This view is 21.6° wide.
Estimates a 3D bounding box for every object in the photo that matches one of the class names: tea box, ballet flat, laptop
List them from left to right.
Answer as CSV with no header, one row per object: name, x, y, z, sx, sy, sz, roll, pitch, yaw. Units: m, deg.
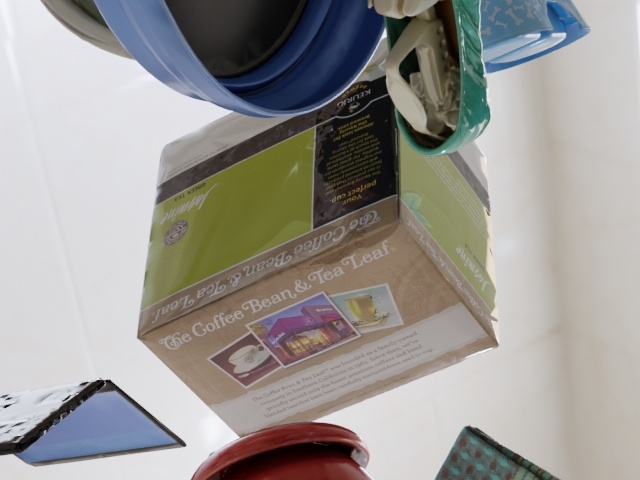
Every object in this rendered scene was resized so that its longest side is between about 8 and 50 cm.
laptop,-0.324,0.237,1.842,0.234,0.137,0.264,-12,-165,29
tea box,0.000,0.000,1.861,0.329,0.220,0.323,-24,-143,23
ballet flat,0.079,-0.169,1.276,0.083,0.247,0.087,10,-142,34

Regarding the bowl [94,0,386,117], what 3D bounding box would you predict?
bowl,-0.058,-0.287,1.269,0.077,0.391,0.391,1,-152,32

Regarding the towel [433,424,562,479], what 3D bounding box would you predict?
towel,0.192,0.342,1.256,0.370,0.271,0.040,32,-175,28

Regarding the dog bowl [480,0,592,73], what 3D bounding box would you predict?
dog bowl,0.251,-0.286,2.263,0.166,0.074,0.297,-22,176,30

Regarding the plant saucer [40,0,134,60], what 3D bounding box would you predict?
plant saucer,-0.098,-0.316,1.689,0.400,0.100,0.400,-5,-123,8

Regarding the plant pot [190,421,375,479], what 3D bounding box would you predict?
plant pot,-0.017,0.265,1.467,0.191,0.191,0.174,-13,-120,-6
